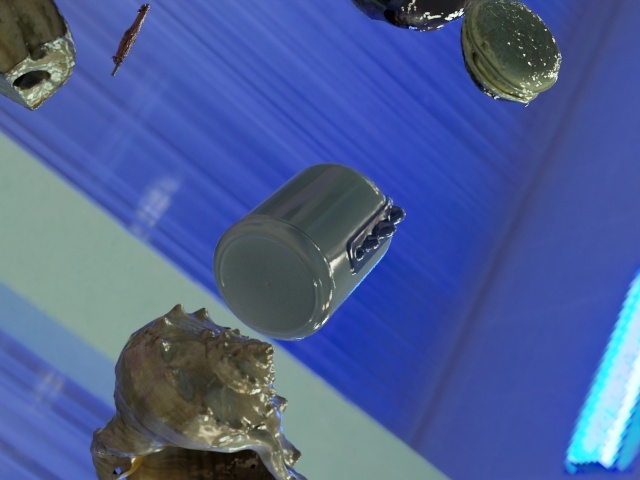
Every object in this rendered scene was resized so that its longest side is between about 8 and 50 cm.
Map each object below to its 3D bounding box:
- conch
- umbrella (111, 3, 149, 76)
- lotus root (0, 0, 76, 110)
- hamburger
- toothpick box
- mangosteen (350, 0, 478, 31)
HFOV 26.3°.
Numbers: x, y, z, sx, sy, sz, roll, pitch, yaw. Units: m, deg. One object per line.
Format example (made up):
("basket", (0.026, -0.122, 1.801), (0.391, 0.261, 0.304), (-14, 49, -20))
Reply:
("conch", (-0.132, 0.202, 1.580), (0.324, 0.263, 0.186), (-33, -166, 52))
("umbrella", (-0.353, -0.372, 2.528), (0.025, 0.027, 0.165), (1, -121, 40))
("lotus root", (-0.519, -0.343, 2.146), (0.210, 0.314, 0.142), (-47, 165, 1))
("hamburger", (0.221, -0.224, 1.620), (0.140, 0.133, 0.062), (-12, 164, -40))
("toothpick box", (0.000, 0.000, 2.473), (0.263, 0.263, 0.355), (-31, -171, 38))
("mangosteen", (0.157, -0.461, 2.263), (0.288, 0.233, 0.287), (-35, -173, 5))
